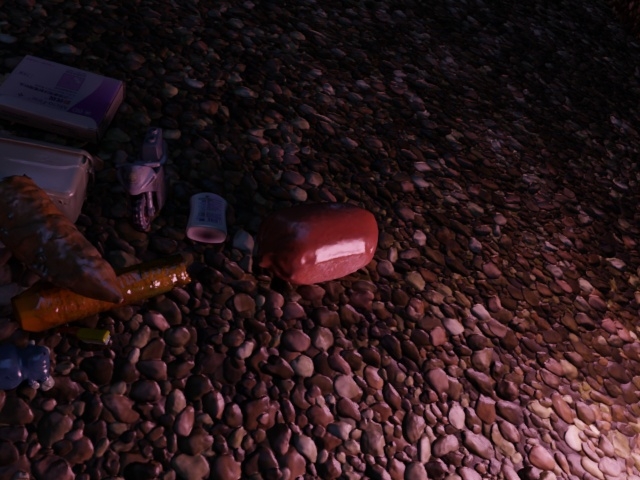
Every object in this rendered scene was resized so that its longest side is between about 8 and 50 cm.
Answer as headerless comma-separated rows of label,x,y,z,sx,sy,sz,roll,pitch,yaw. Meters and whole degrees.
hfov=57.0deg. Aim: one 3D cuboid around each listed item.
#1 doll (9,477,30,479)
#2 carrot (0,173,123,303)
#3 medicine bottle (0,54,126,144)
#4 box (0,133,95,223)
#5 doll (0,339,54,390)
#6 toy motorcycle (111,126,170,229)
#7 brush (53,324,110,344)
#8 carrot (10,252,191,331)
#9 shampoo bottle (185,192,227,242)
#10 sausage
doll,-0.388,0.307,0.683,0.093,0.051,0.062,12,36,-55
carrot,-0.369,0.008,0.830,0.263,0.102,0.102,36,45,15
medicine bottle,-0.503,-0.273,1.148,0.201,0.052,0.171,15,46,-7
box,-0.463,-0.092,0.957,0.172,0.124,0.093,9,57,-14
doll,-0.405,0.164,0.791,0.083,0.051,0.076,-5,48,-24
toy motorcycle,-0.312,-0.123,1.042,0.080,0.123,0.215,1,47,-2
brush,-0.348,0.137,0.859,0.083,0.021,0.019,7,48,7
carrot,-0.322,0.074,0.892,0.260,0.070,0.070,-15,57,-34
shampoo bottle,-0.206,-0.046,1.072,0.072,0.043,0.099,9,46,-17
sausage,0.000,0.000,1.051,0.254,0.148,0.148,-9,54,-31
